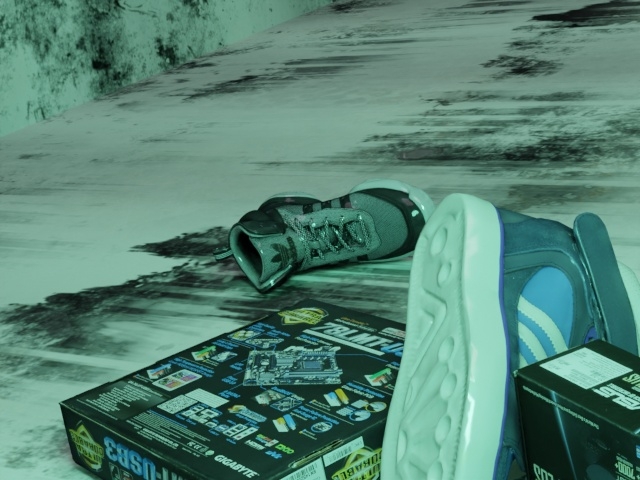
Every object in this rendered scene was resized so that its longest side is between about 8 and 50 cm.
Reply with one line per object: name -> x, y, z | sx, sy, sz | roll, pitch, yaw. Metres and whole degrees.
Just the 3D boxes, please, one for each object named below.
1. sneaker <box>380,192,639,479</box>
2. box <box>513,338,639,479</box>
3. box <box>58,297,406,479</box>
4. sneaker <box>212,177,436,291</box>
sneaker -> 0.183, 0.127, 1.097 | 0.130, 0.236, 0.323 | -42, 33, 49
box -> 0.215, 0.165, 0.924 | 0.077, 0.147, 0.180 | -18, 20, -23
box -> -0.032, 0.150, 1.225 | 0.293, 0.073, 0.295 | -21, 21, -34
sneaker -> 0.000, 0.000, 1.626 | 0.268, 0.101, 0.153 | -3, 19, 39
